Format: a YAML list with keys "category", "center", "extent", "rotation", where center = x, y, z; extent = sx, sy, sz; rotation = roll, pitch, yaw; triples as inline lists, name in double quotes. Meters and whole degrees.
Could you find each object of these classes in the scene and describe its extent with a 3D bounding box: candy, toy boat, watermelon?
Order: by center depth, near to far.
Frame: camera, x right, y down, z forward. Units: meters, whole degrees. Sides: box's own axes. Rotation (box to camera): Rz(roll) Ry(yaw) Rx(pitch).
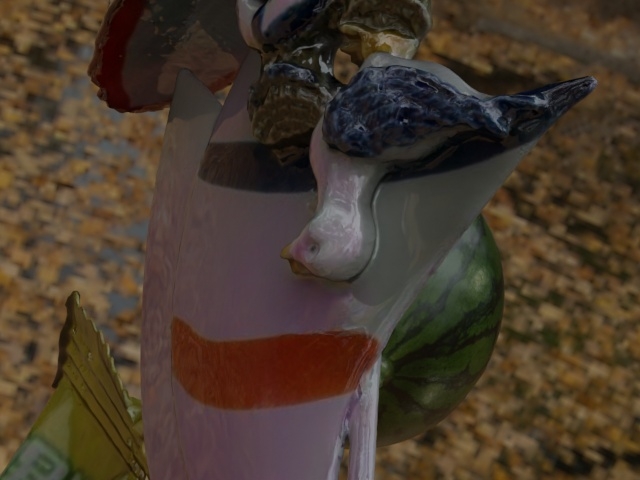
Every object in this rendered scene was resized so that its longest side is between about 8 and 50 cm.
- category: "toy boat"
  center: [-0.013, -0.013, 0.469]
  extent: [0.072, 0.318, 0.219]
  rotation: [16, -1, -35]
- category: "watermelon"
  center: [0.013, 0.021, 0.538]
  extent: [0.109, 0.109, 0.109]
  rotation: [16, 27, -8]
- category: "candy"
  center: [-0.105, 0.187, 0.671]
  extent: [0.081, 0.297, 0.187]
  rotation: [6, 13, -26]
